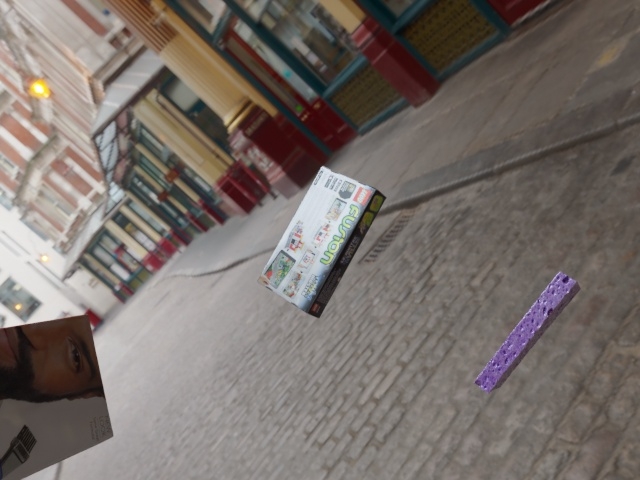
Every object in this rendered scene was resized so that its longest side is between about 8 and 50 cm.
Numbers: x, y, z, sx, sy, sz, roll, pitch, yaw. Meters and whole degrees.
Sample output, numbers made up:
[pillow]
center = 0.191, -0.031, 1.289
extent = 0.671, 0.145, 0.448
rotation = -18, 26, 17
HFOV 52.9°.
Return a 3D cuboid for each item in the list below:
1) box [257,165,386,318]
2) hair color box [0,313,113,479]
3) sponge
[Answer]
[box]
center = 0.000, 0.000, 0.966
extent = 0.114, 0.036, 0.207
rotation = 28, 88, 37
[hair color box]
center = -0.206, 0.102, 0.388
extent = 0.053, 0.093, 0.167
rotation = -15, -4, 19
[sponge]
center = 0.318, 0.143, 0.984
extent = 0.210, 0.031, 0.117
rotation = -54, -25, 7
